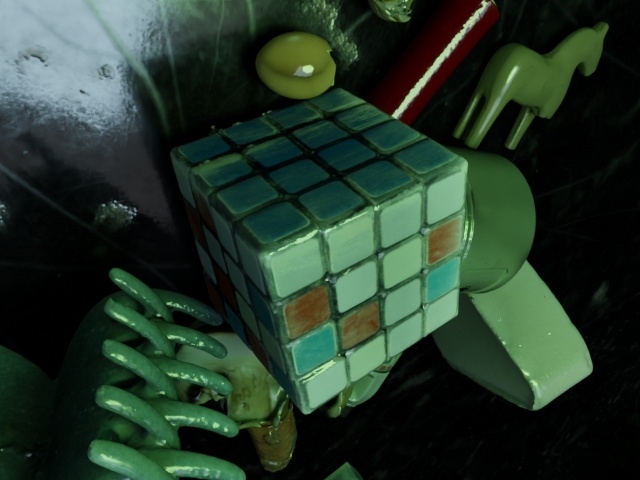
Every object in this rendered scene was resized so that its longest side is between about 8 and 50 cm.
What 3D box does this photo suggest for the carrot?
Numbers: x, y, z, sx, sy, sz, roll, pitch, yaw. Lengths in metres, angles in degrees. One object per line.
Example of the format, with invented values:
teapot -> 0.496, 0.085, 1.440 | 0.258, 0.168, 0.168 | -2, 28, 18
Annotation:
carrot -> -0.093, 0.377, 1.098 | 0.102, 0.102, 0.263 | -21, 137, -19

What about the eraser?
eraser -> 0.327, 0.159, 1.122 | 0.150, 0.331, 0.331 | -28, 133, -15

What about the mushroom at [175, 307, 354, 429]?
mushroom -> -0.083, 0.167, 0.890 | 0.267, 0.164, 0.190 | -13, 109, 18

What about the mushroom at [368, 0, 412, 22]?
mushroom -> 0.115, -0.373, 0.676 | 0.092, 0.081, 0.223 | -17, 135, -47

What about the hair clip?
hair clip -> -0.240, 0.208, 0.647 | 0.238, 0.318, 0.392 | -42, 124, 14

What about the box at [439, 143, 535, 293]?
box -> 0.184, -0.030, 0.872 | 0.149, 0.226, 0.226 | 1, 121, -34

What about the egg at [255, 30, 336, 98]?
egg -> -0.031, -0.211, 0.697 | 0.096, 0.080, 0.080 | -17, 130, -27

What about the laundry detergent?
laundry detergent -> 0.090, 0.256, 1.132 | 0.099, 0.070, 0.226 | 11, 116, -48

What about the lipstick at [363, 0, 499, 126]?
lipstick -> 0.142, -0.238, 0.793 | 0.241, 0.080, 0.080 | -50, 134, 10

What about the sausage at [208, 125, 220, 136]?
sausage -> -0.107, -0.046, 0.801 | 0.033, 0.033, 0.269 | -28, 133, -14

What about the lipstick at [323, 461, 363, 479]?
lipstick -> -0.022, 0.637, 1.333 | 0.289, 0.076, 0.077 | -35, 133, -6

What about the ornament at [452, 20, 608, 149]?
ornament -> 0.353, -0.255, 0.933 | 0.230, 0.061, 0.245 | 3, 123, -37

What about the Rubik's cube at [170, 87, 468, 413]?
Rubik's cube -> -0.001, -0.001, 0.706 | 0.259, 0.256, 0.253 | -27, 133, -21
